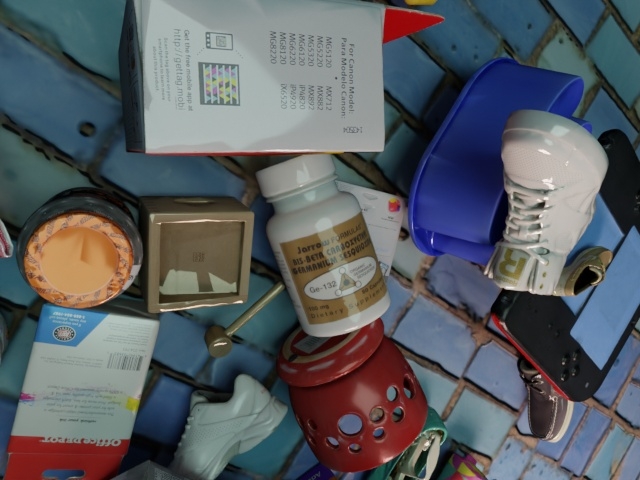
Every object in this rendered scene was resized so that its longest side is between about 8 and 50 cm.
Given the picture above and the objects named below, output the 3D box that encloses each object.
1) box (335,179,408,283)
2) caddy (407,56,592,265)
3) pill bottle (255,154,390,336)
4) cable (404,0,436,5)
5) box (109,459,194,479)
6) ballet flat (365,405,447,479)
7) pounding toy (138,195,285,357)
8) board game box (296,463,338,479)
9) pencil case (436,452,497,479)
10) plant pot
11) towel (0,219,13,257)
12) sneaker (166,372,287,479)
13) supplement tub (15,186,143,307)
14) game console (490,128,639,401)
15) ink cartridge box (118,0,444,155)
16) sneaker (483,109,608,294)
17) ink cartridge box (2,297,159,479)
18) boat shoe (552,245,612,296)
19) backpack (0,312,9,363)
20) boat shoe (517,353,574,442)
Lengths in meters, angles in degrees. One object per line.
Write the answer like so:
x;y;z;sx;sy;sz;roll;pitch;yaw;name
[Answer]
0.050;0.008;0.750;0.145;0.038;0.186;11;96;-25;box
0.270;-0.118;0.753;0.241;0.179;0.341;37;83;-48;caddy
0.000;0.000;0.638;0.131;0.131;0.229;-23;101;-19;pill bottle
0.069;-0.359;0.641;0.287;0.072;0.139;-39;112;-33;cable
-0.210;0.388;0.630;0.183;0.056;0.231;-30;127;15;box
0.146;0.413;0.843;0.083;0.087;0.247;32;86;-26;ballet flat
-0.147;0.048;0.645;0.181;0.094;0.206;-3;110;-29;pounding toy
-0.003;0.641;0.671;0.356;0.356;0.356;-30;111;-16;board game box
0.235;0.522;0.900;0.104;0.104;0.236;40;82;-25;pencil case
0.040;0.206;0.700;0.191;0.191;0.174;-30;108;-16;plant pot
-0.390;-0.049;0.479;0.029;0.197;0.144;-30;115;-59;towel
-0.164;0.279;0.691;0.232;0.090;0.115;-40;84;-1;sneaker
-0.260;0.004;0.525;0.117;0.190;0.117;-5;102;-24;supplement tub
0.472;0.061;0.819;0.342;0.060;0.386;43;78;-34;game console
-0.066;-0.158;0.515;0.272;0.309;0.130;-5;102;-23;ink cartridge box
0.266;-0.019;0.586;0.292;0.108;0.169;35;82;-50;sneaker
-0.301;0.189;0.604;0.134;0.078;0.231;14;94;-26;ink cartridge box
0.412;0.051;0.733;0.135;0.045;0.050;-29;112;-21;boat shoe
-0.443;0.120;0.508;0.182;0.115;0.152;-15;117;-22;backpack
0.439;0.255;0.943;0.092;0.103;0.285;5;94;-20;boat shoe
